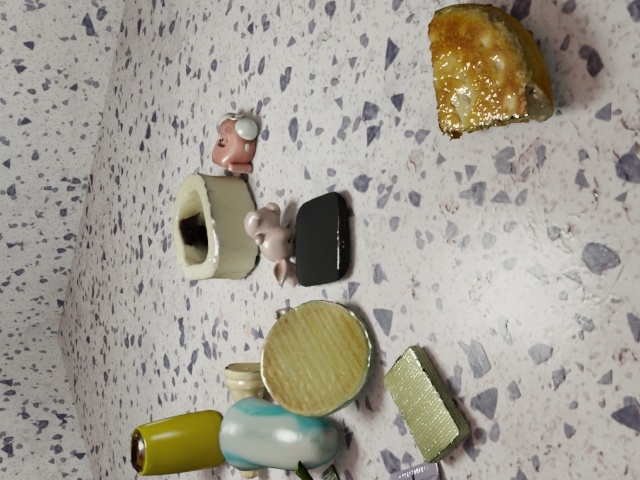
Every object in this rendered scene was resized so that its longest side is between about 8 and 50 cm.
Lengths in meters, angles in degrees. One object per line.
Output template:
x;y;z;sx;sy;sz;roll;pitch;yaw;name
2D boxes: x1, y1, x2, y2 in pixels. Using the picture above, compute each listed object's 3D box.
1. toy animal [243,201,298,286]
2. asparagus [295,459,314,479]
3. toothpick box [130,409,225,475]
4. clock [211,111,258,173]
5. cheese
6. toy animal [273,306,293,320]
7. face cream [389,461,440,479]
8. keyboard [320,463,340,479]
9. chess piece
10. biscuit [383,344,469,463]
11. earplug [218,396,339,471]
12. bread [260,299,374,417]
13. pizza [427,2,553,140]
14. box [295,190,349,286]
-0.102;0.011;1.630;0.212;0.124;0.124;53;134;13;toy animal
-0.008;0.578;1.451;0.027;0.034;0.236;-13;116;27;asparagus
-0.432;0.613;1.929;0.175;0.271;0.175;-3;87;55;toothpick box
-0.253;-0.289;1.858;0.166;0.092;0.162;30;110;52;clock
-0.313;-0.027;1.884;0.292;0.153;0.332;-46;51;44;cheese
-0.036;0.262;1.514;0.168;0.121;0.233;-6;74;39;toy animal
0.191;0.568;1.209;0.154;0.096;0.274;-45;41;48;face cream
0.049;0.606;1.465;0.055;0.014;0.176;-55;47;34;keyboard
-0.194;0.495;1.743;0.138;0.124;0.307;-2;91;24;chess piece
0.199;0.312;1.232;0.121;0.040;0.199;-62;42;37;biscuit
-0.081;0.476;1.529;0.324;0.185;0.185;-11;80;49;earplug
-0.008;0.260;1.418;0.266;0.040;0.267;-7;69;19;bread
0.274;-0.279;1.103;0.336;0.086;0.226;59;139;40;pizza
0.000;0.000;1.526;0.201;0.042;0.213;-14;76;54;box
